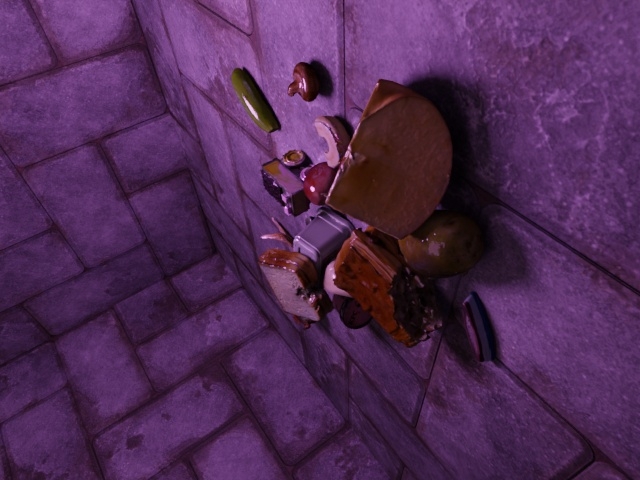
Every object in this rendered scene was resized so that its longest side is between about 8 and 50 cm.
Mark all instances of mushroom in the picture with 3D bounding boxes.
[{"bbox_3d":[-0.044,-0.466,1.347,0.109,0.085,0.126,-59,43,34],"label":"mushroom"}]

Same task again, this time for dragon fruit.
[{"bbox_3d":[-0.105,0.333,2.438,0.295,0.130,0.268,42,153,38],"label":"dragon fruit"}]

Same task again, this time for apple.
[{"bbox_3d":[0.149,-0.195,1.051,0.314,0.252,0.308,47,120,38],"label":"apple"}]

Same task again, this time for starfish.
[{"bbox_3d":[-0.141,0.085,2.216,0.398,0.132,0.384,57,170,-31],"label":"starfish"}]

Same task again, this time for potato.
[{"bbox_3d":[0.290,0.013,1.126,0.197,0.148,0.228,39,165,-32],"label":"potato"}]

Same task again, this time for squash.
[{"bbox_3d":[-0.260,-0.533,1.743,0.292,0.082,0.082,59,159,4],"label":"squash"}]

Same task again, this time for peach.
[{"bbox_3d":[0.015,-0.186,1.507,0.152,0.152,0.152,47,155,30],"label":"peach"}]

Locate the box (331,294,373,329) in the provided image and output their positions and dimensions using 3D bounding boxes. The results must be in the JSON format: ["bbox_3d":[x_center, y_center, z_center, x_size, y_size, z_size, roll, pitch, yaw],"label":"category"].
[{"bbox_3d":[0.126,0.256,1.815,0.135,0.151,0.151,42,154,59],"label":"box"}]

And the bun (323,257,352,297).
[{"bbox_3d":[0.123,0.128,1.595,0.229,0.230,0.145,18,93,60],"label":"bun"}]

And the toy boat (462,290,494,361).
[{"bbox_3d":[0.429,0.241,1.252,0.080,0.046,0.228,31,147,59],"label":"toy boat"}]

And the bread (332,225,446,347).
[{"bbox_3d":[0.227,0.123,1.362,0.370,0.192,0.314,43,150,10],"label":"bread"}]

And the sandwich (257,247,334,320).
[{"bbox_3d":[-0.090,0.164,1.683,0.249,0.095,0.273,9,132,48],"label":"sandwich"}]

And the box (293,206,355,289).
[{"bbox_3d":[-0.002,0.053,1.719,0.175,0.182,0.311,36,147,23],"label":"box"}]

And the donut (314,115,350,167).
[{"bbox_3d":[0.048,-0.298,1.378,0.108,0.065,0.165,27,141,54],"label":"donut"}]

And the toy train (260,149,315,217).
[{"bbox_3d":[-0.097,-0.215,1.654,0.261,0.178,0.134,46,155,34],"label":"toy train"}]

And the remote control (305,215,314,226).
[{"bbox_3d":[0.000,0.000,1.900,0.221,0.042,0.072,61,157,0],"label":"remote control"}]
